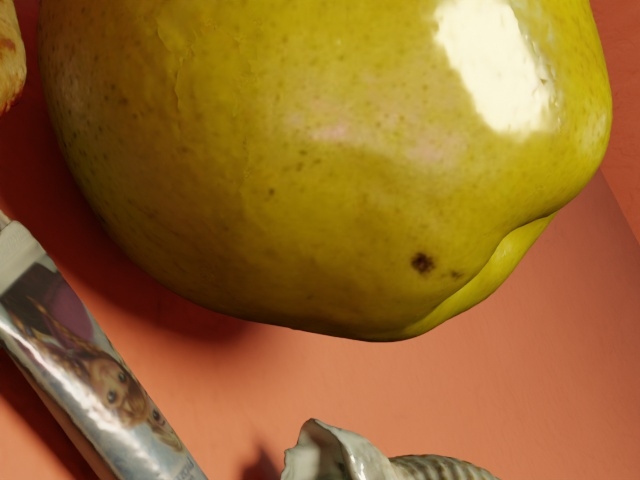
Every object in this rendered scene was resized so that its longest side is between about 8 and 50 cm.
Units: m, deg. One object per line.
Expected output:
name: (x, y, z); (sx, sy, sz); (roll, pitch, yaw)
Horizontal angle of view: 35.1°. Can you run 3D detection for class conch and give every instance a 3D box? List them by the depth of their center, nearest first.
conch: (0.043, 0.171, 0.525); (0.153, 0.102, 0.135); (19, 31, 8)

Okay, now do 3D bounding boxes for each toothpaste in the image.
toothpaste: (-0.081, 0.089, 0.433); (0.216, 0.037, 0.062); (58, 17, -14)

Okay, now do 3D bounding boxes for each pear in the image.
pear: (-0.004, -0.089, 0.520); (0.294, 0.294, 0.294); (47, 27, -32)

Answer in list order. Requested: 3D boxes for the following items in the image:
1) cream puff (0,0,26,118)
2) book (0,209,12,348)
cream puff: (-0.169, -0.079, 0.344); (0.149, 0.084, 0.149); (52, 20, -28)
book: (-0.229, -0.040, 0.303); (0.322, 0.018, 0.228); (51, 24, -24)
